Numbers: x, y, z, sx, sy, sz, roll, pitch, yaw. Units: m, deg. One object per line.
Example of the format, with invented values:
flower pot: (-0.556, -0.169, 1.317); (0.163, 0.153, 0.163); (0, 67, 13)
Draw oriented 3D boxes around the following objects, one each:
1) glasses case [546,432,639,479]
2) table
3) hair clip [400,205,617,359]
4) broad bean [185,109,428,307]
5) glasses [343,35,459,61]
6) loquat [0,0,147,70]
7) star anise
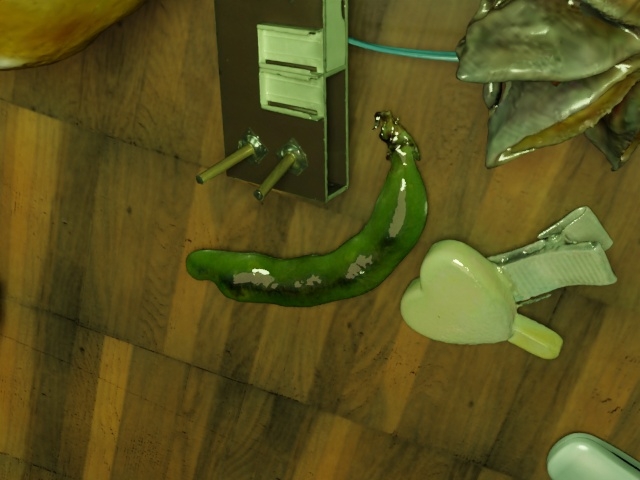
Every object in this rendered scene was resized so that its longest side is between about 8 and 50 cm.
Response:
glasses case: (0.327, 0.270, 0.983); (0.178, 0.045, 0.067); (33, 119, -3)
table: (-0.054, -0.150, 0.809); (0.122, 0.111, 0.240); (15, 121, 30)
hair clip: (0.183, 0.052, 0.902); (0.219, 0.071, 0.159); (-22, 112, 28)
broad bean: (0.000, 0.000, 0.932); (0.292, 0.049, 0.144); (-34, 98, 24)
glasses: (0.087, -0.251, 0.784); (0.221, 0.088, 0.189); (13, 122, 30)
loquat: (-0.257, -0.289, 0.697); (0.329, 0.328, 0.328); (6, 118, 12)
star anise: (0.233, -0.182, 0.674); (0.117, 0.332, 0.331); (54, 127, 34)
